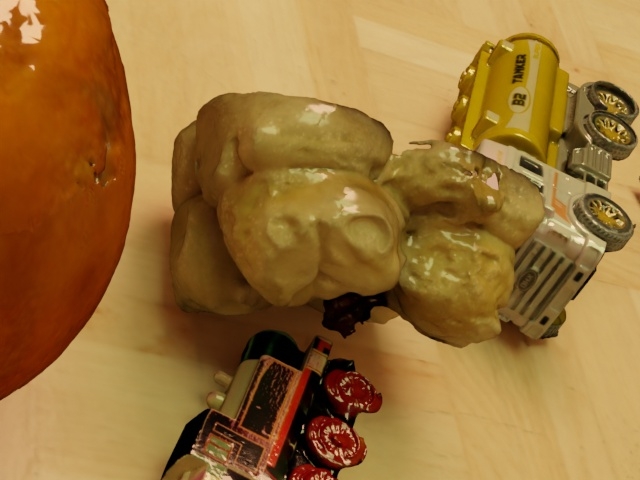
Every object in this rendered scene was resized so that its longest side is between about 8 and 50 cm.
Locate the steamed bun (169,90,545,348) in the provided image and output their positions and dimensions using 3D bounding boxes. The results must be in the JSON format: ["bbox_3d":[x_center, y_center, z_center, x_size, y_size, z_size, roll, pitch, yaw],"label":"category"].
[{"bbox_3d":[0.000,0.000,0.760,0.177,0.192,0.106,19,80,-31],"label":"steamed bun"}]

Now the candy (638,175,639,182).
[{"bbox_3d":[0.285,0.000,1.055,0.088,0.038,0.136,17,32,-28],"label":"candy"}]

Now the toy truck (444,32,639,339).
[{"bbox_3d":[0.131,-0.043,0.937,0.114,0.098,0.227,27,36,-6],"label":"toy truck"}]

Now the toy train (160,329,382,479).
[{"bbox_3d":[-0.022,0.097,0.709,0.087,0.050,0.138,28,38,-4],"label":"toy train"}]

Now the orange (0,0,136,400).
[{"bbox_3d":[-0.211,-0.050,0.574,0.284,0.226,0.284,27,36,-22],"label":"orange"}]
